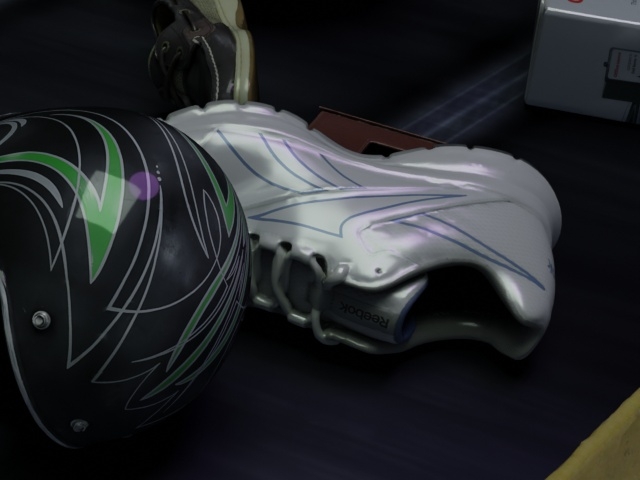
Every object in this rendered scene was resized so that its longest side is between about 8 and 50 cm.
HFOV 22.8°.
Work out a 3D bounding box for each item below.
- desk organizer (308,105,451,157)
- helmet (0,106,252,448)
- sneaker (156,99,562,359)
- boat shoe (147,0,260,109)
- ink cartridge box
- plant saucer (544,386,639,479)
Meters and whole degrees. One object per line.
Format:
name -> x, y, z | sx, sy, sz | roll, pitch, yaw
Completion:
desk organizer -> 0.048, -0.041, 1.037 | 0.130, 0.047, 0.050 | 17, 36, 16
helmet -> -0.114, 0.016, 0.804 | 0.161, 0.169, 0.169 | 21, 34, 32
sneaker -> 0.000, 0.000, 0.913 | 0.297, 0.111, 0.129 | 4, 38, -4
boat shoe -> -0.084, -0.120, 1.114 | 0.073, 0.080, 0.223 | -4, 28, -7
ink cartridge box -> 0.267, -0.155, 1.224 | 0.208, 0.087, 0.153 | 11, 33, 5
plant saucer -> 0.234, 0.200, 0.663 | 0.333, 0.081, 0.333 | 26, 36, 28
